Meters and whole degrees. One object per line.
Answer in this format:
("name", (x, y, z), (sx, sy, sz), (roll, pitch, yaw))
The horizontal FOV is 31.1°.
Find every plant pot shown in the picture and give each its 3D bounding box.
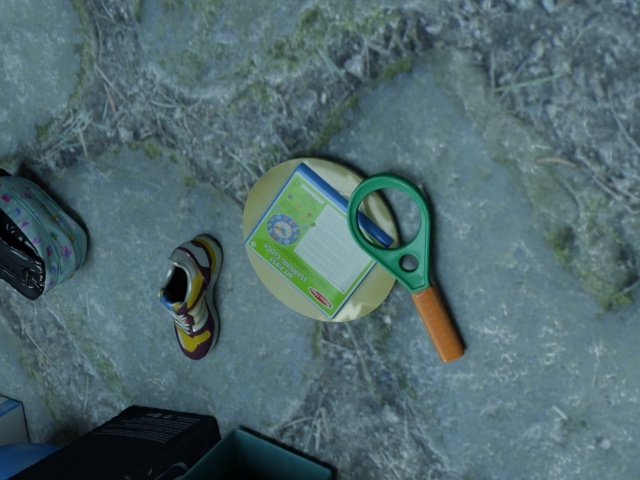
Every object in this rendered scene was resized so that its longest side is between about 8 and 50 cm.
("plant pot", (-0.090, 0.413, 1.549), (0.165, 0.165, 0.234), (18, 129, 30))

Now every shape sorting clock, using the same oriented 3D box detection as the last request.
("shape sorting clock", (0.000, 0.000, 1.360), (0.206, 0.040, 0.206), (8, 111, 22))

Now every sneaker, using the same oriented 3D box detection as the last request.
("sneaker", (-0.180, 0.085, 1.507), (0.069, 0.084, 0.186), (21, 121, 29))

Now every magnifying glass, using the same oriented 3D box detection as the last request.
("magnifying glass", (0.104, 0.032, 1.294), (0.092, 0.026, 0.231), (-22, 101, 16))

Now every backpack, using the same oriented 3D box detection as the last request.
("backpack", (-0.423, -0.008, 1.631), (0.182, 0.115, 0.152), (40, 141, 15))

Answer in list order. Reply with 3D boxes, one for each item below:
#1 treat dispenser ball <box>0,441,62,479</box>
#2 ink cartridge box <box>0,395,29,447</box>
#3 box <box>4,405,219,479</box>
("treat dispenser ball", (-0.448, 0.452, 1.745), (0.288, 0.288, 0.288), (16, 119, 31))
("ink cartridge box", (-0.568, 0.310, 1.903), (0.143, 0.092, 0.090), (11, 117, 35))
("box", (-0.275, 0.452, 1.586), (0.178, 0.312, 0.343), (1, 108, 37))
